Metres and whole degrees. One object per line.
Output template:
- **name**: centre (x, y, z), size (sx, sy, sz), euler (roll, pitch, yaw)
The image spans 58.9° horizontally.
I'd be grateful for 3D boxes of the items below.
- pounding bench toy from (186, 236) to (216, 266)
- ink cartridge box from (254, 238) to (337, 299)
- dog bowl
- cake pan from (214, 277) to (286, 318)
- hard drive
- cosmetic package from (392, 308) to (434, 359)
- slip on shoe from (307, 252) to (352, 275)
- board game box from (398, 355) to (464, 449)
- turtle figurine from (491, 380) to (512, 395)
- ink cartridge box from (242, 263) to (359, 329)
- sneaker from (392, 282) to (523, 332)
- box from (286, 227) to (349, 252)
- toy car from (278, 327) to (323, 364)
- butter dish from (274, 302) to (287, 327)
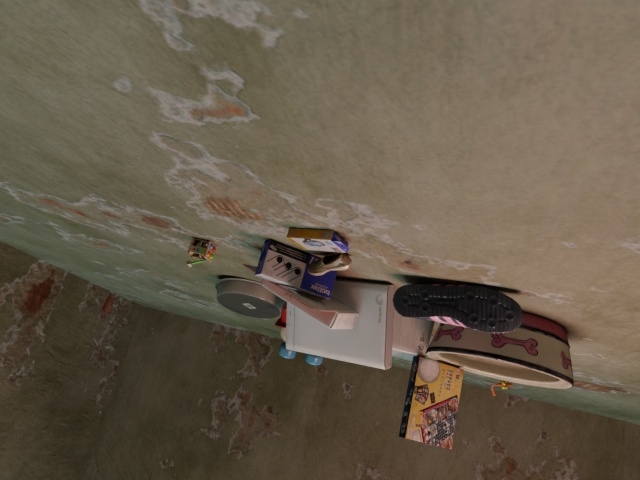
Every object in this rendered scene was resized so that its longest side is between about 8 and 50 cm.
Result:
- **pounding bench toy**: centre (-0.345, 0.042, 1.642), size (0.065, 0.083, 0.052), euler (11, 164, 14)
- **ink cartridge box**: centre (-0.060, 0.078, 1.483), size (0.207, 0.097, 0.046), euler (22, 163, -23)
- **dog bowl**: centre (0.519, 0.303, 1.632), size (0.407, 0.151, 0.408), euler (14, 165, 4)
- **cake pan**: centre (-0.269, 0.228, 2.171), size (0.292, 0.054, 0.293), euler (10, 153, 5)
- **hard drive**: centre (0.049, 0.231, 1.666), size (0.352, 0.233, 0.047), euler (3, -178, 35)
- **cosmetic package**: centre (0.159, 0.275, 1.860), size (0.384, 0.156, 0.217), euler (15, 164, 4)
- **slip on shoe**: centre (0.015, 0.056, 1.422), size (0.135, 0.052, 0.041), euler (-8, 137, 43)
- **board game box**: centre (0.339, 0.492, 1.720), size (0.165, 0.244, 0.042), euler (20, 161, -16)
- **turtle figurine**: centre (0.663, 0.418, 1.916), size (0.217, 0.087, 0.270), euler (-1, 117, 17)
- **ink cartridge box**: centre (-0.061, 0.158, 1.567), size (0.275, 0.060, 0.238), euler (28, -172, 33)
- **sneaker**: centre (0.352, 0.160, 1.423), size (0.318, 0.112, 0.131), euler (9, 180, 30)
- **box**: centre (0.000, 0.000, 1.294), size (0.136, 0.028, 0.081), euler (2, 160, 32)
- **toy car**: centre (-0.052, 0.349, 2.315), size (0.210, 0.219, 0.238), euler (14, -167, -1)
- **butter dish**: centre (-0.072, 0.247, 2.058), size (0.159, 0.118, 0.160), euler (6, -157, 23)
